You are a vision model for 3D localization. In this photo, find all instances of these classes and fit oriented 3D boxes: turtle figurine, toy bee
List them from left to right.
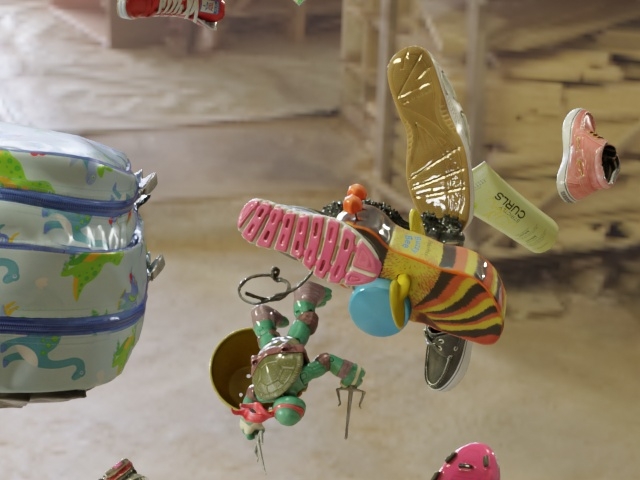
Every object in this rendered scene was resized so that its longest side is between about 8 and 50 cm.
[{"bbox_3d":[-0.034,0.167,1.731,0.175,0.118,0.234,-16,47,13],"label":"turtle figurine"},{"bbox_3d":[0.067,0.025,1.545,0.298,0.162,0.195,-2,34,-11],"label":"toy bee"}]

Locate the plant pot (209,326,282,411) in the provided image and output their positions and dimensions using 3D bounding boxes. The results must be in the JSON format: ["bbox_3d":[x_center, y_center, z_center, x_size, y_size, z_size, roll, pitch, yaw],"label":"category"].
[{"bbox_3d":[-0.102,0.208,2.063,0.134,0.134,0.095,3,-23,-7],"label":"plant pot"}]

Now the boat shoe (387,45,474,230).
[{"bbox_3d":[0.174,-0.138,1.950,0.098,0.277,0.096,-17,-12,30],"label":"boat shoe"}]

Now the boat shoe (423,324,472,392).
[{"bbox_3d":[0.195,0.132,2.115,0.076,0.228,0.080,0,31,-40],"label":"boat shoe"}]

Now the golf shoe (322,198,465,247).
[{"bbox_3d":[0.093,0.002,1.879,0.198,0.093,0.077,13,30,4],"label":"golf shoe"}]

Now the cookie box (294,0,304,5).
[{"bbox_3d":[-0.001,-0.373,1.862,0.040,0.092,0.107,40,-15,-8],"label":"cookie box"}]

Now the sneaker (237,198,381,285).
[{"bbox_3d":[0.000,0.000,1.426,0.170,0.063,0.075,21,9,31],"label":"sneaker"}]

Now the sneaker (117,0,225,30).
[{"bbox_3d":[-0.125,-0.207,1.206,0.067,0.042,0.118,22,23,16],"label":"sneaker"}]

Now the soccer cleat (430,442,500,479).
[{"bbox_3d":[0.223,0.485,2.179,0.116,0.143,0.331,-5,51,34],"label":"soccer cleat"}]

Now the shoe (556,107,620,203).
[{"bbox_3d":[0.406,-0.135,2.062,0.081,0.063,0.178,-20,40,38],"label":"shoe"}]

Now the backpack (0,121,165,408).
[{"bbox_3d":[-0.264,0.010,1.114,0.290,0.273,0.355,12,23,-12],"label":"backpack"}]

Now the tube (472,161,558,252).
[{"bbox_3d":[0.279,-0.048,2.123,0.062,0.070,0.240,24,-5,46],"label":"tube"}]

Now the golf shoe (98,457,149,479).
[{"bbox_3d":[-0.233,0.335,1.619,0.086,0.186,0.067,42,51,14],"label":"golf shoe"}]
